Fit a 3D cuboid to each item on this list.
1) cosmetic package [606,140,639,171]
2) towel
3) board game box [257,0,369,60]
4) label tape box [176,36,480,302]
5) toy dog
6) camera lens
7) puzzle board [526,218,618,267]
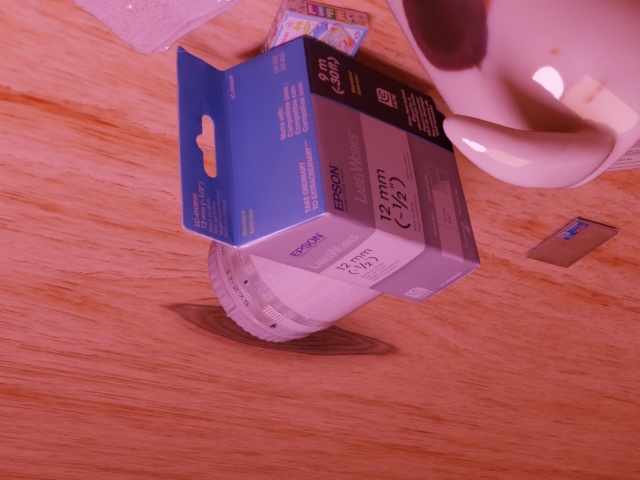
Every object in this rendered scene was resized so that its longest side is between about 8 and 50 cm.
[{"bbox_3d":[0.341,-0.215,1.120,0.153,0.129,0.296,-4,149,-1],"label":"cosmetic package"},{"bbox_3d":[-0.201,-0.303,0.955,0.187,0.049,0.282,-25,144,27],"label":"towel"},{"bbox_3d":[-0.019,-0.221,1.142,0.103,0.026,0.154,7,146,-21],"label":"board game box"},{"bbox_3d":[0.010,-0.093,1.088,0.347,0.249,0.115,19,141,-37],"label":"label tape box"},{"bbox_3d":[0.120,-0.246,0.807,0.408,0.395,0.284,41,154,2],"label":"toy dog"},{"bbox_3d":[0.000,0.000,1.322,0.219,0.219,0.274,20,141,-36],"label":"camera lens"},{"bbox_3d":[0.426,0.004,1.608,0.096,0.011,0.128,14,143,-28],"label":"puzzle board"}]
